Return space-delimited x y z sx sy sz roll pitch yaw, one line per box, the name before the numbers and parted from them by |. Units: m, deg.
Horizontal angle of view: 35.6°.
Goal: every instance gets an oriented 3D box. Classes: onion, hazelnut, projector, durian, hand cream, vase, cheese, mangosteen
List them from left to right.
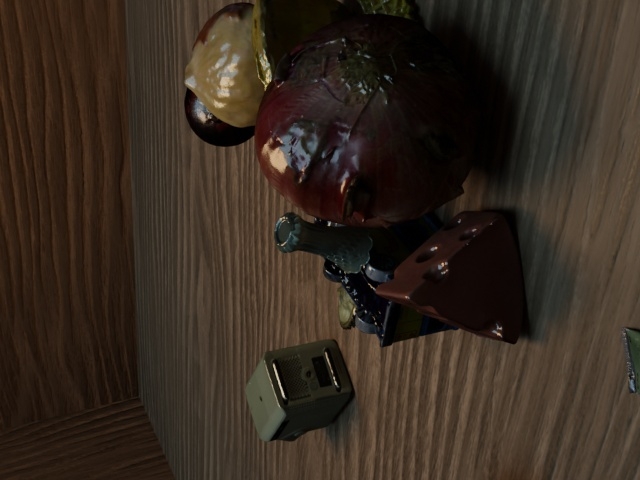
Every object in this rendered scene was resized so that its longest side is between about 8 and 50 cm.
mangosteen | -0.215 -0.314 2.281 0.210 0.209 0.210 169 90 -67
hazelnut | -0.164 -0.364 2.072 0.261 0.241 0.261 168 90 -74
projector | -0.055 0.336 2.209 0.242 0.177 0.163 118 138 -55
vase | 0.000 0.000 1.531 0.081 0.148 0.081 -19 65 48
durian | 0.082 0.096 1.892 0.188 0.091 0.148 163 108 -71
onion | 0.070 -0.171 1.480 0.353 0.353 0.354 169 90 -67
cheese | 0.221 0.082 1.488 0.177 0.203 0.128 54 160 -16
hand cream | 0.421 0.153 1.170 0.235 0.055 0.086 178 85 -74

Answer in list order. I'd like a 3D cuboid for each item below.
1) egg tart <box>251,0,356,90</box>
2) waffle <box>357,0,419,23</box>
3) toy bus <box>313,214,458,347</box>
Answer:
egg tart | -0.005 -0.303 1.724 0.132 0.345 0.345 -10 90 22
waffle | 0.113 -0.330 1.671 0.149 0.051 0.194 41 138 51
toy bus | 0.112 0.029 1.673 0.288 0.175 0.138 -124 33 -44
